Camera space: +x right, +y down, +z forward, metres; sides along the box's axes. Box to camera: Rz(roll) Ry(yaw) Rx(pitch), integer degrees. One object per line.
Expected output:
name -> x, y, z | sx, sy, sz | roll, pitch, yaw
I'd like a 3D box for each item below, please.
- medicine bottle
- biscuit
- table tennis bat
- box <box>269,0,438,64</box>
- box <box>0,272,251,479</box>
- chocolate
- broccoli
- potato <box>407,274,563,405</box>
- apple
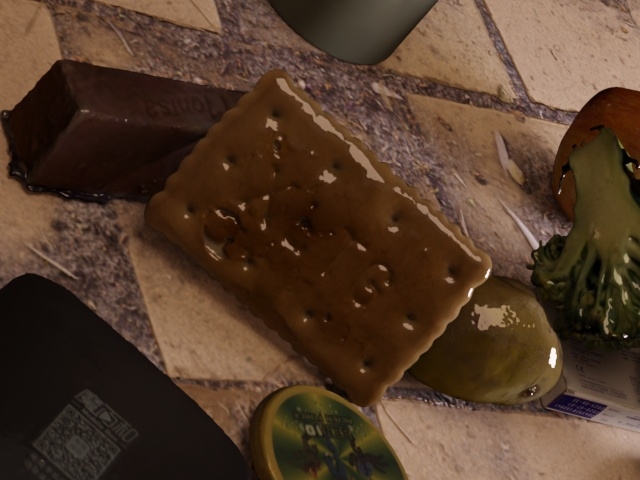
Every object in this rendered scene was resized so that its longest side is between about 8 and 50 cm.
medicine bottle -> 0.341, 0.143, 1.970 | 0.201, 0.052, 0.171 | 16, 45, -31
biscuit -> 0.000, 0.000, 1.671 | 0.325, 0.217, 0.044 | 43, 2, -10
table tennis bat -> 0.031, 0.276, 1.570 | 0.198, 0.050, 0.321 | 15, 42, -41
box -> 0.049, -0.363, 2.107 | 0.226, 0.149, 0.226 | 25, 40, -23
box -> -0.223, 0.194, 1.390 | 0.290, 0.073, 0.289 | 42, 38, -3
chocolate -> -0.169, -0.109, 1.698 | 0.321, 0.112, 0.112 | 6, 49, -39
broccoli -> 0.384, 0.015, 1.930 | 0.180, 0.242, 0.273 | 31, 40, -48
potato -> 0.174, 0.105, 1.792 | 0.200, 0.137, 0.154 | 17, 13, -29
apple -> 0.411, -0.094, 2.133 | 0.188, 0.211, 0.211 | 32, 33, 20
